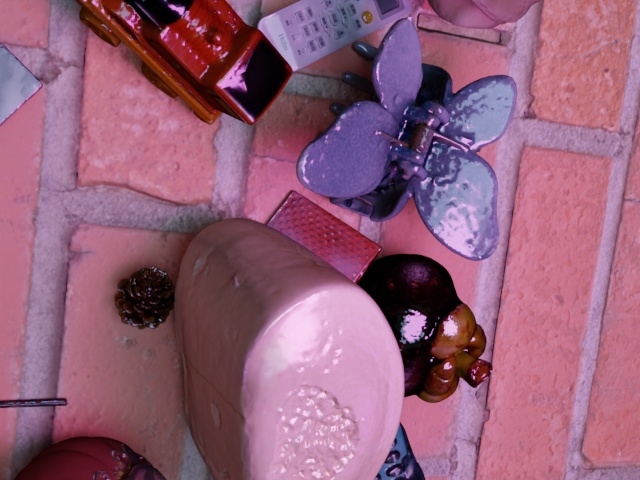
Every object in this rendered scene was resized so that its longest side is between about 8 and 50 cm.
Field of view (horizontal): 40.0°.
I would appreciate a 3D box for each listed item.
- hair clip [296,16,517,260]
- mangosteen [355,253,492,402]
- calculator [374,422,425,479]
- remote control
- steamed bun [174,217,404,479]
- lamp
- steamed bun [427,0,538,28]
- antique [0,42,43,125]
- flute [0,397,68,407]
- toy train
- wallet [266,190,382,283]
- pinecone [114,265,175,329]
[{"bbox_3d":[0.129,-0.181,1.502,0.392,0.238,0.318,21,89,-25],"label":"hair clip"},{"bbox_3d":[0.160,0.162,1.543,0.233,0.288,0.287,3,97,-32],"label":"mangosteen"},{"bbox_3d":[0.085,0.490,1.692,0.248,0.058,0.274,-18,104,-21],"label":"calculator"},{"bbox_3d":[0.026,-0.389,1.527,0.293,0.051,0.103,-30,110,-20],"label":"remote control"},{"bbox_3d":[-0.054,0.212,1.415,0.290,0.371,0.455,-10,115,-26],"label":"steamed bun"},{"bbox_3d":[-0.353,0.455,1.369,0.257,0.303,0.303,-33,113,14],"label":"lamp"},{"bbox_3d":[0.256,-0.499,1.482,0.368,0.342,0.255,7,141,-8],"label":"steamed bun"},{"bbox_3d":[-0.511,-0.199,1.305,0.183,0.088,0.086,-47,112,-9],"label":"antique"},{"bbox_3d":[-0.543,0.264,1.407,0.270,0.014,0.014,2,98,-24],"label":"flute"},{"bbox_3d":[-0.193,-0.307,1.329,0.163,0.232,0.369,-55,139,-7],"label":"toy train"},{"bbox_3d":[0.000,0.000,1.525,0.103,0.196,0.020,-53,158,-11],"label":"wallet"},{"bbox_3d":[-0.285,0.087,1.445,0.102,0.102,0.109,12,129,-25],"label":"pinecone"}]
